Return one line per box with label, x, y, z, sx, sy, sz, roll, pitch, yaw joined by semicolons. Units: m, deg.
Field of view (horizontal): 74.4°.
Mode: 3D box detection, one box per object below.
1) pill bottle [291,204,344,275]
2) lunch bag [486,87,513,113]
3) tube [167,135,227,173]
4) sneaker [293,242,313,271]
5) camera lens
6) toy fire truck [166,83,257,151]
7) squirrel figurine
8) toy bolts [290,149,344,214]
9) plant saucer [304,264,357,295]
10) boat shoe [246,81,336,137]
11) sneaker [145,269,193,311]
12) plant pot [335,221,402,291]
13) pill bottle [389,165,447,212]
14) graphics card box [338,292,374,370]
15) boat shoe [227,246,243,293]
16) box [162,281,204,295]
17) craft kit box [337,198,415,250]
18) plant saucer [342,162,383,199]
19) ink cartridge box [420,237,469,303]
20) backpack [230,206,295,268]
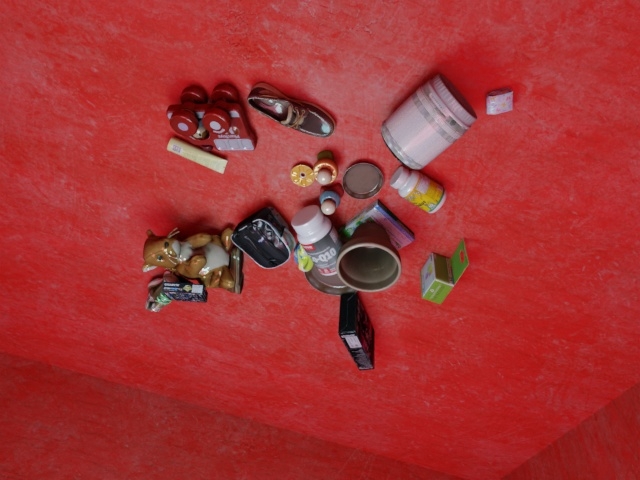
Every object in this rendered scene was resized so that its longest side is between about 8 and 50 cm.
pill bottle;0.000;0.000;1.801;0.161;0.161;0.283;-19;124;22
lunch bag;0.615;-0.480;1.456;0.083;0.053;0.071;-15;127;8
tube;-0.506;-0.351;1.742;0.240;0.070;0.062;23;98;-12
sneaker;-0.075;0.016;1.937;0.091;0.126;0.240;8;102;-36
camera lens;0.363;-0.399;1.452;0.219;0.220;0.274;37;125;-19
toy fire truck;-0.415;-0.434;1.607;0.301;0.170;0.254;0;146;10
squirrel figurine;-0.629;0.079;1.916;0.370;0.281;0.396;8;167;-37
toy bolts;-0.009;-0.211;1.700;0.218;0.159;0.229;-14;124;19
plant saucer;0.075;0.141;2.035;0.310;0.050;0.311;5;129;6
boat shoe;-0.108;-0.458;1.545;0.341;0.123;0.123;26;128;-11
sneaker;-0.779;0.279;2.140;0.158;0.182;0.410;31;147;-28
plant pot;0.206;0.045;1.755;0.262;0.229;0.263;5;129;7
pill bottle;0.384;-0.204;1.668;0.208;0.118;0.118;29;127;-14
graphics card box;0.189;0.464;2.125;0.094;0.233;0.371;-11;133;19
boat shoe;-0.441;0.152;2.088;0.104;0.111;0.308;10;129;0
box;-0.611;0.239;1.922;0.175;0.051;0.220;5;162;-8
craft kit box;0.245;-0.027;1.873;0.250;0.061;0.246;41;121;-21
plant saucer;0.172;-0.245;1.720;0.168;0.029;0.169;1;127;1
ink cartridge box;0.539;0.122;1.855;0.096;0.189;0.255;18;127;-3
backpack;-0.239;-0.007;1.878;0.225;0.191;0.254;-28;112;30
